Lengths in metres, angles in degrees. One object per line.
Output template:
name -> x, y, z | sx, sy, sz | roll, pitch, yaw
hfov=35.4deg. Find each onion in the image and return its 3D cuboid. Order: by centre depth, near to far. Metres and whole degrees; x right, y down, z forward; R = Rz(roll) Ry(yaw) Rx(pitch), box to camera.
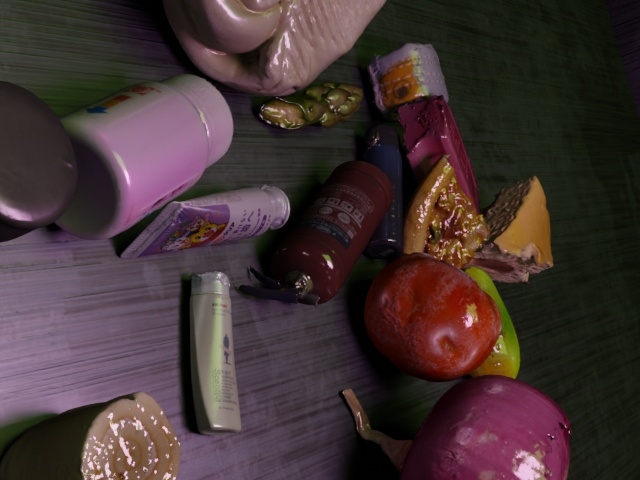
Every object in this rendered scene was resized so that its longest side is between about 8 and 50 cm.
onion -> 0.223, 0.379, 1.537 | 0.358, 0.345, 0.358 | -6, 97, -50

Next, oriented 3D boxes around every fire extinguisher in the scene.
fire extinguisher -> 0.000, 0.000, 1.540 | 0.337, 0.135, 0.114 | -57, 163, -51

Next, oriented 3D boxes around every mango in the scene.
mango -> 0.304, 0.165, 1.889 | 0.125, 0.111, 0.233 | -2, 76, -60

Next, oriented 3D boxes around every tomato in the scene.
tomato -> 0.179, 0.132, 1.647 | 0.232, 0.232, 0.188 | 38, 87, -40

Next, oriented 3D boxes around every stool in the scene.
stool -> -0.364, -0.085, 1.028 | 0.228, 0.139, 0.153 | 41, 44, -36

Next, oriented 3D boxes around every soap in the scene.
soap -> 0.216, -0.148, 1.859 | 0.162, 0.099, 0.250 | -81, 151, -52

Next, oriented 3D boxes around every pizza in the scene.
pizza -> 0.229, -0.007, 1.788 | 0.197, 0.058, 0.292 | 3, 103, -32

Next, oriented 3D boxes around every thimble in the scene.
thimble -> 0.164, -0.298, 1.889 | 0.151, 0.127, 0.118 | 0, 73, -63

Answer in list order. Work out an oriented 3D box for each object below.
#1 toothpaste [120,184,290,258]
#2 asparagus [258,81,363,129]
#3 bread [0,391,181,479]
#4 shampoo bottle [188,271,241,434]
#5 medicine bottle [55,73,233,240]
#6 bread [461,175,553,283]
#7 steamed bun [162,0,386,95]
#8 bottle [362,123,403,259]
toothpaste -> -0.143, -0.030, 1.361 | 0.073, 0.114, 0.299 | 55, 28, 11
asparagus -> 0.002, -0.223, 1.672 | 0.287, 0.080, 0.080 | -29, 99, -56
bread -> -0.238, 0.241, 1.052 | 0.134, 0.141, 0.148 | 61, 36, -13
shampoo bottle -> -0.140, 0.147, 1.318 | 0.072, 0.049, 0.212 | 15, 63, -47
medicine bottle -> -0.223, -0.111, 1.231 | 0.254, 0.152, 0.152 | -41, 109, -55
bread -> 0.361, 0.029, 1.977 | 0.211, 0.183, 0.224 | 63, 36, -23
steamed bun -> -0.083, -0.412, 1.483 | 0.367, 0.255, 0.342 | -43, 133, -24
bottle -> 0.107, -0.090, 1.759 | 0.082, 0.072, 0.244 | 34, 48, -44
